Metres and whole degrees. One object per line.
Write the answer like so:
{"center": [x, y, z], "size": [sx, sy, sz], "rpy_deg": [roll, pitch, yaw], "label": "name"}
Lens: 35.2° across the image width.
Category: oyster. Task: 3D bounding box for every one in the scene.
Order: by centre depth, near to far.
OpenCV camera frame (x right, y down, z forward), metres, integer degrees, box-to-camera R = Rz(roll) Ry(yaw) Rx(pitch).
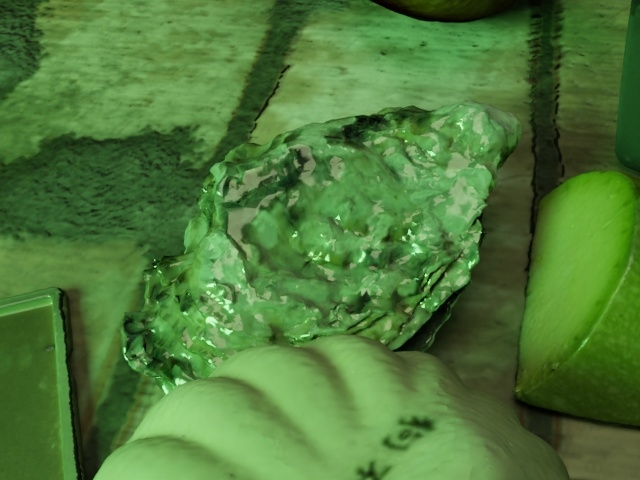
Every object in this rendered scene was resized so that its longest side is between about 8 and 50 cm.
{"center": [0.000, 0.000, 0.639], "size": [0.199, 0.112, 0.267], "rpy_deg": [18, 58, 20], "label": "oyster"}

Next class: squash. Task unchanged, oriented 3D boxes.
{"center": [0.219, 0.018, 0.620], "size": [0.184, 0.085, 0.191], "rpy_deg": [5, 49, 13], "label": "squash"}

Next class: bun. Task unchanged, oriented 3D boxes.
{"center": [0.021, 0.140, 0.424], "size": [0.263, 0.175, 0.263], "rpy_deg": [9, 52, -12], "label": "bun"}

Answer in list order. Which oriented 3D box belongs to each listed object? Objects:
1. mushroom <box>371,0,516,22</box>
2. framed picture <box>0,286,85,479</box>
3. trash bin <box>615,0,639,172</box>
{"center": [0.133, -0.347, 0.841], "size": [0.260, 0.345, 0.345], "rpy_deg": [-7, 40, 36], "label": "mushroom"}
{"center": [-0.244, 0.157, 0.591], "size": [0.213, 0.016, 0.289], "rpy_deg": [-13, 47, -6], "label": "framed picture"}
{"center": [0.304, -0.168, 0.724], "size": [0.101, 0.176, 0.236], "rpy_deg": [27, 58, 27], "label": "trash bin"}
